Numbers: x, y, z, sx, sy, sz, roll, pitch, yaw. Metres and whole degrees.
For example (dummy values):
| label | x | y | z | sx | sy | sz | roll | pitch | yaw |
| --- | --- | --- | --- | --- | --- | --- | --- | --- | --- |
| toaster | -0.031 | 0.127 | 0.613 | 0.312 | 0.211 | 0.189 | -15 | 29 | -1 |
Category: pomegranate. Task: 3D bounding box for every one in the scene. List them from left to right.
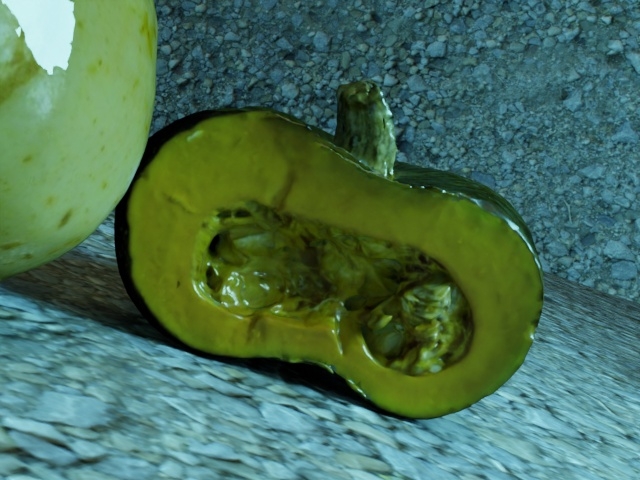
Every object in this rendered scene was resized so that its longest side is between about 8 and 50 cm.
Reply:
| label | x | y | z | sx | sy | sz | roll | pitch | yaw |
| --- | --- | --- | --- | --- | --- | --- | --- | --- | --- |
| pomegranate | -0.274 | -0.110 | 0.586 | 0.342 | 0.342 | 0.342 | 17 | 6 | -2 |

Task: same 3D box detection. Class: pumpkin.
| label | x | y | z | sx | sy | sz | roll | pitch | yaw |
| --- | --- | --- | --- | --- | --- | --- | --- | --- | --- |
| pumpkin | 0.012 | -0.014 | 0.775 | 0.325 | 0.242 | 0.232 | 22 | 14 | -3 |
